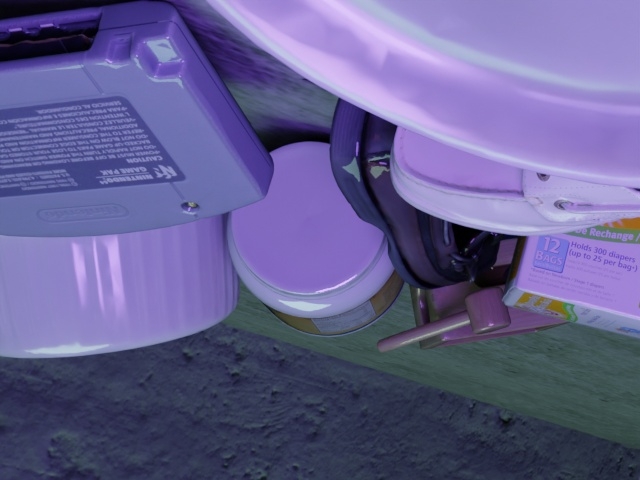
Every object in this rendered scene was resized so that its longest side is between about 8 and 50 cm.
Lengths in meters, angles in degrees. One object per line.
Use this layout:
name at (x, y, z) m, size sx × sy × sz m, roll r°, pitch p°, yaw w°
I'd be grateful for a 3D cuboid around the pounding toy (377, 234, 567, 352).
pounding toy at (0.132, 0.041, 1.283) m, size 0.181 × 0.094 × 0.206 m, roll -9°, pitch 173°, yaw -6°

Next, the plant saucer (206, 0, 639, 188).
plant saucer at (0.061, -0.106, 0.345) m, size 0.401 × 0.100 × 0.400 m, roll 18°, pitch 158°, yaw 7°

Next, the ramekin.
ramekin at (-0.200, 0.010, 1.256) m, size 0.277 × 0.135 × 0.277 m, roll -6°, pitch -170°, yaw 1°

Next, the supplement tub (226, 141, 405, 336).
supplement tub at (0.000, 0.000, 1.203) m, size 0.144 × 0.144 × 0.199 m, roll 13°, pitch 171°, yaw 8°

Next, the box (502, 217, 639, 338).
box at (0.241, 0.012, 1.005) m, size 0.203 × 0.114 × 0.103 m, roll 14°, pitch 172°, yaw 4°

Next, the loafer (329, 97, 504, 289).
loafer at (0.096, -0.028, 1.034) m, size 0.095 × 0.109 × 0.302 m, roll 6°, pitch 165°, yaw 23°

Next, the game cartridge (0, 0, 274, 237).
game cartridge at (-0.192, -0.074, 1.006) m, size 0.294 × 0.060 × 0.196 m, roll -4°, pitch 142°, yaw 21°

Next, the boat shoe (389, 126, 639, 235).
boat shoe at (0.161, -0.059, 0.782) m, size 0.277 × 0.098 × 0.096 m, roll 0°, pitch 166°, yaw 22°

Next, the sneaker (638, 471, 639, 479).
sneaker at (0.367, 0.164, 1.219) m, size 0.111 × 0.103 × 0.252 m, roll 24°, pitch 134°, yaw -38°
